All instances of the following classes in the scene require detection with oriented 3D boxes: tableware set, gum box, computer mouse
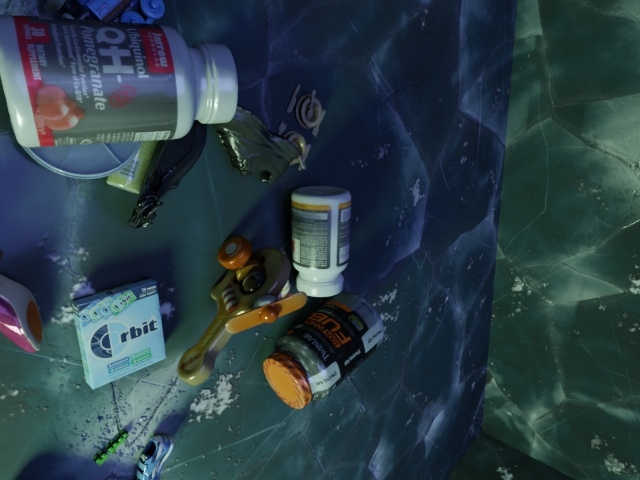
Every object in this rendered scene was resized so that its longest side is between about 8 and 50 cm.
[{"bbox_3d":[-0.043,-0.288,1.144,0.128,0.039,0.194,29,81,-48],"label":"tableware set"},{"bbox_3d":[-0.406,0.185,0.899,0.157,0.041,0.184,-17,114,-43],"label":"gum box"},{"bbox_3d":[-0.280,-0.145,0.846,0.072,0.188,0.272,24,73,-22],"label":"computer mouse"}]

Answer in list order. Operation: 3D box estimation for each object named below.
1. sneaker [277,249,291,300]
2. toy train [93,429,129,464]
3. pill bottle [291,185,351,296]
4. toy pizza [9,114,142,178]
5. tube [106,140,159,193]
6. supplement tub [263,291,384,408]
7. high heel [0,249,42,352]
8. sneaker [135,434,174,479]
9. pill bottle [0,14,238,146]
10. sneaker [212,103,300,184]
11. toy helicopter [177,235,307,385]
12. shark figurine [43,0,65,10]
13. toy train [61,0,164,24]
[{"bbox_3d":[-0.114,0.113,1.185,0.084,0.069,0.185,-1,110,-56],"label":"sneaker"},{"bbox_3d":[-0.452,0.449,0.954,0.083,0.017,0.024,-43,140,-30],"label":"toy train"},{"bbox_3d":[0.000,0.000,1.195,0.162,0.162,0.278,-16,115,-44],"label":"pill bottle"},{"bbox_3d":[-0.408,-0.205,0.750,0.201,0.032,0.201,-1,91,-33],"label":"toy pizza"},{"bbox_3d":[-0.337,-0.211,0.839,0.062,0.070,0.240,17,85,-4],"label":"tube"},{"bbox_3d":[0.012,0.313,1.276,0.338,0.207,0.207,-33,125,-37],"label":"supplement tub"},{"bbox_3d":[-0.549,0.102,0.709,0.117,0.082,0.244,-12,131,-11],"label":"high heel"},{"bbox_3d":[-0.397,0.518,1.011,0.059,0.053,0.144,45,61,-46],"label":"sneaker"},{"bbox_3d":[-0.302,-0.244,0.686,0.318,0.176,0.176,-12,112,-29],"label":"pill bottle"},{"bbox_3d":[-0.170,-0.217,0.987,0.286,0.109,0.130,30,93,-43],"label":"sneaker"},{"bbox_3d":[-0.185,0.169,0.989,0.355,0.235,0.140,-56,136,-18],"label":"toy helicopter"},{"bbox_3d":[-0.401,-0.477,0.666,0.278,0.166,0.116,51,32,-16],"label":"shark figurine"},{"bbox_3d":[-0.351,-0.390,0.748,0.105,0.080,0.184,47,69,-35],"label":"toy train"}]
